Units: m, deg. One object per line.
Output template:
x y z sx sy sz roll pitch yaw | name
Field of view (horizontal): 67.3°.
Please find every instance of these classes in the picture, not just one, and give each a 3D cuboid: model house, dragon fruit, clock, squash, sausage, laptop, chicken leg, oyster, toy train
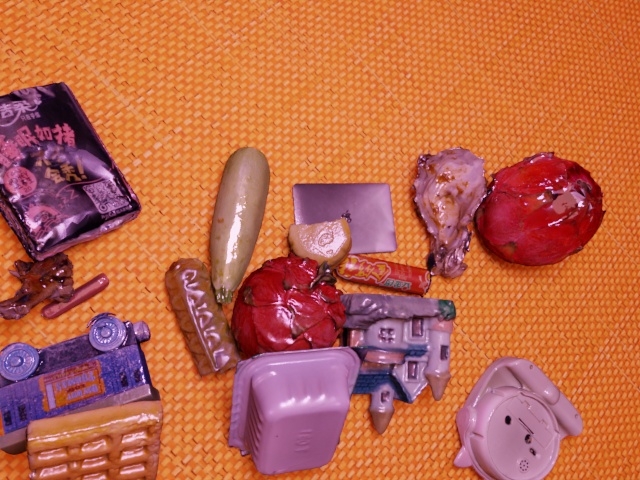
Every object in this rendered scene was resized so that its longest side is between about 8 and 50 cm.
0.164 0.291 1.112 0.267 0.194 0.324 6 83 -16 | model house
0.562 -0.077 1.248 0.296 0.301 0.295 13 57 -21 | dragon fruit
0.483 0.484 1.210 0.265 0.108 0.324 46 72 -5 | clock
-0.190 -0.038 1.094 0.118 0.118 0.370 12 76 -14 | squash
-0.518 0.119 1.018 0.147 0.035 0.030 -33 65 -17 | sausage
0.064 -0.057 1.227 0.269 0.015 0.187 -3 81 -17 | laptop
-0.070 0.175 1.032 0.244 0.244 0.298 8 91 -15 | dragon fruit
-0.554 0.093 0.950 0.125 0.196 0.080 4 120 -24 | chicken leg
0.341 -0.070 1.240 0.198 0.133 0.337 -3 86 14 | oyster
0.144 0.083 1.199 0.264 0.083 0.083 12 78 -13 | sausage
-0.474 0.272 0.943 0.300 0.131 0.202 -18 73 -15 | toy train

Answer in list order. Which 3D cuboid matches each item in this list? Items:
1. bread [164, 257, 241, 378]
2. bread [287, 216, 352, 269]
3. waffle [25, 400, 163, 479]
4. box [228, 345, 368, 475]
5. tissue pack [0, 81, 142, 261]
-0.262 0.164 1.058 0.087 0.098 0.269 -17 85 -57 | bread
-0.002 0.010 1.136 0.156 0.086 0.125 -3 76 0 | bread
-0.419 0.406 0.904 0.221 0.247 0.055 -1 37 -27 | waffle
-0.044 0.366 0.975 0.264 0.336 0.106 -2 39 -17 | box
-0.555 -0.147 0.993 0.245 0.123 0.332 -34 94 -40 | tissue pack
